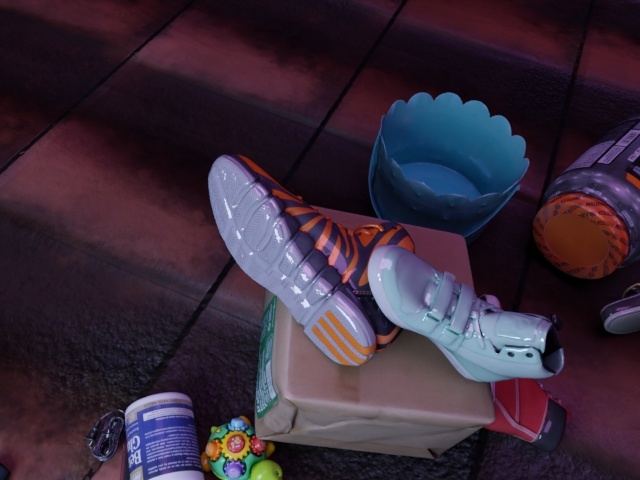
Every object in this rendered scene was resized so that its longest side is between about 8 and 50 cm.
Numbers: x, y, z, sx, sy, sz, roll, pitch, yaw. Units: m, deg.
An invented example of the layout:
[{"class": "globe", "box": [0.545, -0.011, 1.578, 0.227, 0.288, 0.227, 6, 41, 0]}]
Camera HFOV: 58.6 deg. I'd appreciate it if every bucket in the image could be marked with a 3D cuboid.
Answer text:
[{"class": "bucket", "box": [0.229, -0.126, 1.089, 0.282, 0.183, 0.281, 3, 52, -4]}]

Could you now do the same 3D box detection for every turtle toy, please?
[{"class": "turtle toy", "box": [-0.107, 0.303, 0.798, 0.130, 0.066, 0.095, 36, 57, 19]}]

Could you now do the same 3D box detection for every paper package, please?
[{"class": "paper package", "box": [0.071, 0.132, 0.856, 0.310, 0.168, 0.324, 11, 52, -13]}]

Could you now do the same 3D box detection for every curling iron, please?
[{"class": "curling iron", "box": [-0.272, 0.359, 0.757, 0.068, 0.035, 0.273, -12, 54, -10]}]

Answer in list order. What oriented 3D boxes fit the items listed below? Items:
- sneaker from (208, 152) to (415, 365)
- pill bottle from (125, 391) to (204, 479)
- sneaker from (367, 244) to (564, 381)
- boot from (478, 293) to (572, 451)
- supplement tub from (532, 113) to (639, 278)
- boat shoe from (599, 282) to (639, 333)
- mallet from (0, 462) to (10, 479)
[{"class": "sneaker", "box": [0.000, 0.000, 0.758, 0.180, 0.124, 0.321, -33, 81, -41]}, {"class": "pill bottle", "box": [-0.209, 0.302, 0.770, 0.094, 0.094, 0.169, -10, 55, -14]}, {"class": "sneaker", "box": [0.180, 0.079, 0.667, 0.256, 0.151, 0.094, 40, 57, -24]}, {"class": "boot", "box": [0.315, 0.209, 0.919, 0.176, 0.088, 0.244, 23, 45, -7]}, {"class": "supplement tub", "box": [0.565, -0.085, 1.082, 0.338, 0.207, 0.207, -37, 65, -28]}, {"class": "boat shoe", "box": [0.585, 0.112, 1.019, 0.228, 0.081, 0.068, -6, 51, -20]}, {"class": "mallet", "box": [-0.382, 0.354, 0.751, 0.190, 0.039, 0.062, 23, 57, 6]}]
